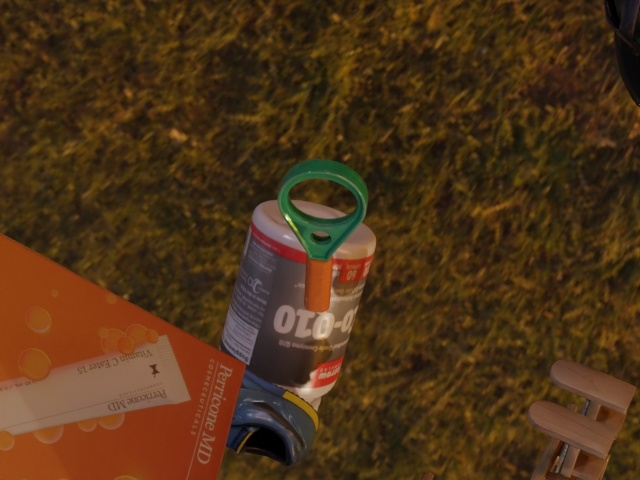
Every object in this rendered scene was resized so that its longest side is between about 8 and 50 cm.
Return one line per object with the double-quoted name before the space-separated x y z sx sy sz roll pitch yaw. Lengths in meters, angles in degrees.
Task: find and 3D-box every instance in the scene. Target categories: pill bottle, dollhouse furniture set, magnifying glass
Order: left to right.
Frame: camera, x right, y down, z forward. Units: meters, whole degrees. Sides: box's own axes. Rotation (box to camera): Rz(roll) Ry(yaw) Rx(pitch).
"pill bottle" -0.040 0.104 1.570 0.161 0.161 0.283 20 109 16
"magnifying glass" 0.000 0.000 1.290 0.092 0.026 0.231 7 142 3
"dollhouse furniture set" 0.208 0.267 1.319 0.161 0.242 0.212 22 129 18

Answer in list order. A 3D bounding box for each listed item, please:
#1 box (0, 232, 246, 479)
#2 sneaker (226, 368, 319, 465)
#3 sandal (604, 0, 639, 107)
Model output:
"box" -0.261 0.138 0.958 0.345 0.215 0.168 30 140 -23
"sneaker" -0.105 0.185 1.352 0.209 0.082 0.069 25 125 10
"sandal" 0.212 -0.206 0.804 0.097 0.054 0.254 -132 31 -60
